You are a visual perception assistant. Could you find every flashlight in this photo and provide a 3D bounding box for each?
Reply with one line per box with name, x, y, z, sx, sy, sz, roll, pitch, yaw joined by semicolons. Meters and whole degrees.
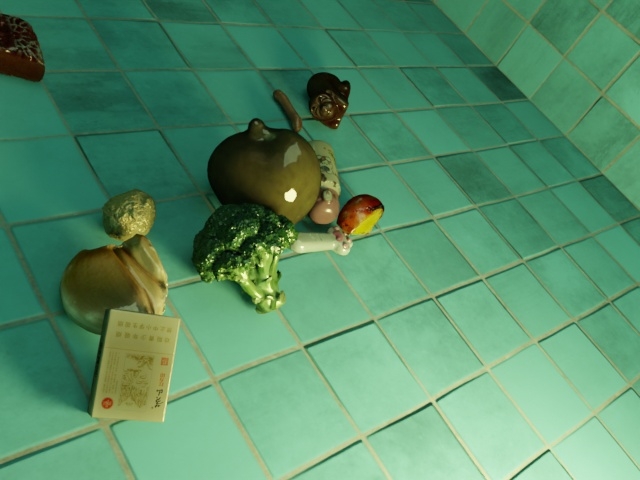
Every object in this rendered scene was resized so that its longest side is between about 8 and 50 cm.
flashlight;0.000;0.000;1.808;0.201;0.047;0.093;-1;50;-35

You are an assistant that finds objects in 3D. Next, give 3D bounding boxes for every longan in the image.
longan;-0.144;-0.169;1.711;0.300;0.300;0.243;26;18;-10

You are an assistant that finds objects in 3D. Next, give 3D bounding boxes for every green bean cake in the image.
green bean cake;-0.846;-0.505;1.708;0.233;0.097;0.198;-1;51;-35

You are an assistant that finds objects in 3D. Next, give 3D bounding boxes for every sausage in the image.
sausage;-0.104;-0.424;2.167;0.043;0.043;0.186;-6;54;-37

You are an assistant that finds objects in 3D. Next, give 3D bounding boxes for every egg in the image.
egg;-0.438;-0.057;1.519;0.116;0.118;0.140;35;52;-8

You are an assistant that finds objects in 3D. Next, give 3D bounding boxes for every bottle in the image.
bottle;-0.003;-0.160;1.889;0.121;0.120;0.253;11;48;-25

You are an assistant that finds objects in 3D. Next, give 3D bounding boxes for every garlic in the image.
garlic;-0.421;0.111;1.376;0.217;0.110;0.228;-15;58;-30

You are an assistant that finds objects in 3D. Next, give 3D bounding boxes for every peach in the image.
peach;0.103;-0.070;1.886;0.092;0.127;0.172;45;43;19

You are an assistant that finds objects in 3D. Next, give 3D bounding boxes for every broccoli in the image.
broccoli;-0.162;0.036;1.546;0.270;0.270;0.270;-37;105;-48

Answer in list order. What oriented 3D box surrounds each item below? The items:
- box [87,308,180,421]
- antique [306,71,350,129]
box;-0.351;0.235;1.255;0.141;0.058;0.201;10;79;-25
antique;0.022;-0.483;2.249;0.144;0.121;0.256;19;41;-13
